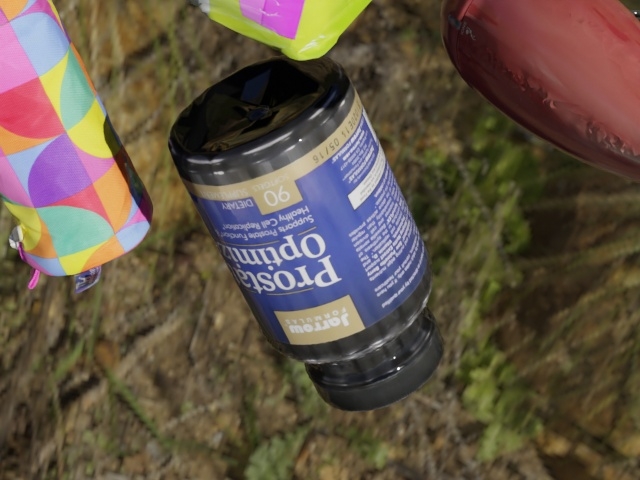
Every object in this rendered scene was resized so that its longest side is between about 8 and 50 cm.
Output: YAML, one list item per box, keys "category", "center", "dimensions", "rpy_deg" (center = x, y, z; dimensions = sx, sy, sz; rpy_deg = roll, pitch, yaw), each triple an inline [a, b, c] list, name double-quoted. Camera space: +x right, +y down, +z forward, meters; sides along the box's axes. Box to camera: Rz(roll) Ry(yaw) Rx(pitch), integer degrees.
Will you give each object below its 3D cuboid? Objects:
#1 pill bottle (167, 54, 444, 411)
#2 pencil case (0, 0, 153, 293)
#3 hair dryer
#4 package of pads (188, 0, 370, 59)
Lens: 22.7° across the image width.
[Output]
- category: "pill bottle"
  center: [0.000, 0.000, 1.024]
  dimensions: [0.123, 0.219, 0.123]
  rpy_deg: [-19, 31, 12]
- category: "pencil case"
  center: [-0.193, -0.082, 1.042]
  dimensions: [0.104, 0.236, 0.104]
  rpy_deg: [-17, 28, 9]
- category: "hair dryer"
  center: [0.173, -0.104, 0.811]
  dimensions: [0.224, 0.080, 0.293]
  rpy_deg: [11, 30, 11]
- category: "package of pads"
  center: [0.035, -0.232, 0.601]
  dimensions: [0.101, 0.229, 0.296]
  rpy_deg: [26, 48, 9]
